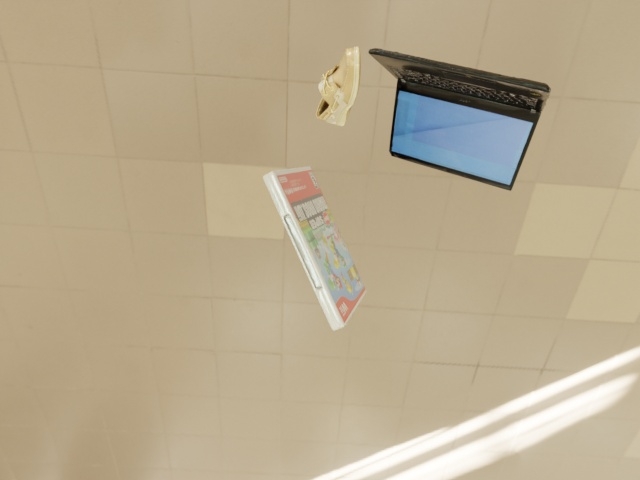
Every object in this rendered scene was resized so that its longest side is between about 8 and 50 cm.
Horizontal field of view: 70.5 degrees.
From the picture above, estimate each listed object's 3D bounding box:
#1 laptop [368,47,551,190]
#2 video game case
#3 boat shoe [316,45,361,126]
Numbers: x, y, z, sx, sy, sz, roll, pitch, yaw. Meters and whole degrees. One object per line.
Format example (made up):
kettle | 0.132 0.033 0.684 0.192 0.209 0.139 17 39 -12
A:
laptop | 0.199 -0.172 0.694 0.234 0.264 0.136 20 104 19
video game case | 0.000 0.000 0.839 0.025 0.204 0.285 -23 94 20
boat shoe | 0.025 -0.245 0.737 0.059 0.063 0.170 4 157 -8
